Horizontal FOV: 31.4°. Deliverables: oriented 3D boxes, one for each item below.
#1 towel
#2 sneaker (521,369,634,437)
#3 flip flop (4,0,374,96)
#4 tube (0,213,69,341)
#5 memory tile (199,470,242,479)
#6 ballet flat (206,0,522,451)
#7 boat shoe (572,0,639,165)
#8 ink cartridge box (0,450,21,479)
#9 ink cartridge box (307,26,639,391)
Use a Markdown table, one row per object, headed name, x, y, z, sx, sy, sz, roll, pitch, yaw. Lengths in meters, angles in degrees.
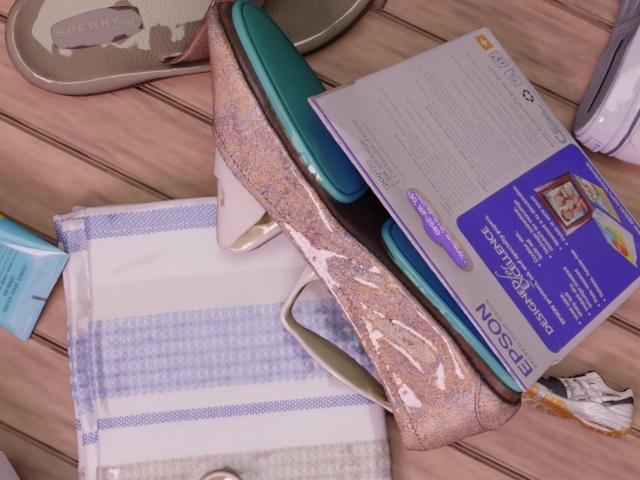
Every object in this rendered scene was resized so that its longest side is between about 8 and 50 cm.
| name | x | y | z | sx | sy | sz | roll | pitch | yaw |
| --- | --- | --- | --- | --- | --- | --- | --- | --- | --- |
| towel | -0.061 | 0.107 | 0.756 | 0.209 | 0.034 | 0.285 | -6 | 84 | -3 |
| sneaker | 0.170 | 0.102 | 0.762 | 0.083 | 0.032 | 0.037 | 22 | 69 | -2 |
| flip flop | -0.082 | -0.171 | 0.769 | 0.277 | 0.080 | 0.112 | -15 | 82 | -2 |
| tube | -0.268 | -0.017 | 0.760 | 0.207 | 0.052 | 0.080 | 34 | 124 | 4 |
| memory tile | -0.071 | 0.229 | 0.709 | 0.113 | 0.012 | 0.148 | -26 | 78 | -6 |
| ballet flat | 0.000 | 0.000 | 0.708 | 0.106 | 0.107 | 0.316 | -37 | 85 | 21 |
| boat shoe | 0.250 | -0.155 | 0.779 | 0.075 | 0.083 | 0.226 | 25 | 94 | -9 |
| ink cartridge box | -0.224 | 0.214 | 0.708 | 0.115 | 0.067 | 0.198 | -34 | 84 | 12 |
| ink cartridge box | 0.101 | -0.025 | 0.708 | 0.208 | 0.045 | 0.206 | -29 | 81 | -48 |
